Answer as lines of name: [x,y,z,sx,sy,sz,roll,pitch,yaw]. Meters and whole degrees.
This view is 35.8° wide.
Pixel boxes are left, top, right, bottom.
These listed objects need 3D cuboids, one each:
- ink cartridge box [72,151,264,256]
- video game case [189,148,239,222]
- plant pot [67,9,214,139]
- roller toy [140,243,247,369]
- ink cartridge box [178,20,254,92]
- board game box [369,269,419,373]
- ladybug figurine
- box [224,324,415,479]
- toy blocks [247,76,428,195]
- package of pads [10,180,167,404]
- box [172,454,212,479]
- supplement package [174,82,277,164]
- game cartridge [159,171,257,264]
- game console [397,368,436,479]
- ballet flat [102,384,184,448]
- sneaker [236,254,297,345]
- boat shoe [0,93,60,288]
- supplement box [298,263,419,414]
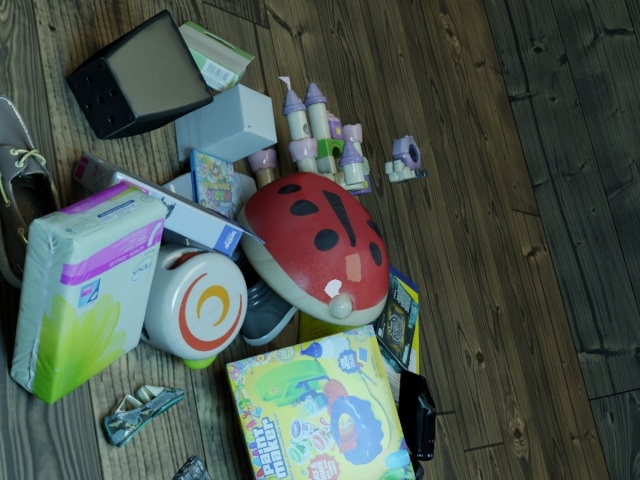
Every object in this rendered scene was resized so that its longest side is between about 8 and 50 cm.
ink cartridge box: [-0.266,-0.055,1.745,0.311,0.186,0.065,23,93,-33]
video game case: [-0.207,-0.089,1.960,0.119,0.015,0.166,18,59,-52]
plant pot: [-0.346,-0.286,1.818,0.167,0.188,0.187,-37,105,-44]
roller toy: [-0.238,0.103,1.742,0.191,0.146,0.209,39,71,-46]
ink cartridge box: [-0.237,-0.385,2.071,0.171,0.056,0.235,29,17,-5]
board game box: [0.155,0.170,2.079,0.126,0.026,0.186,50,36,-29]
ladybug figurine: [0.000,0.000,1.914,0.305,0.162,0.449,15,24,-26]
box: [-0.008,0.335,1.835,0.177,0.279,0.290,122,-48,-79]
toy blocks: [0.027,-0.232,2.211,0.288,0.308,0.260,-4,82,-58]
package of pads: [-0.354,0.073,1.524,0.229,0.101,0.297,-35,146,-57]
box: [-0.218,0.432,1.743,0.083,0.018,0.067,61,33,-13]
supplement package: [-0.192,-0.224,1.998,0.105,0.179,0.105,17,59,-52]
game cartridge: [-0.210,-0.045,1.995,0.297,0.062,0.198,-9,84,-58]
game console: [0.176,0.438,1.904,0.213,0.043,0.361,-137,-131,-85]
ballet flat: [-0.298,0.279,1.672,0.188,0.070,0.070,-34,101,-61]
sneaker: [-0.087,0.062,2.014,0.296,0.104,0.147,-56,137,-39]
boat shoe: [-0.474,-0.089,1.573,0.116,0.096,0.325,-1,74,-57]
supplement box: [0.083,0.235,2.145,0.194,0.195,0.357,37,43,-40]
